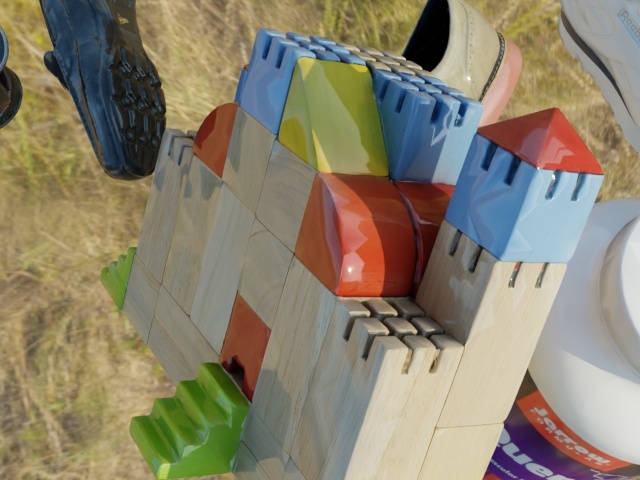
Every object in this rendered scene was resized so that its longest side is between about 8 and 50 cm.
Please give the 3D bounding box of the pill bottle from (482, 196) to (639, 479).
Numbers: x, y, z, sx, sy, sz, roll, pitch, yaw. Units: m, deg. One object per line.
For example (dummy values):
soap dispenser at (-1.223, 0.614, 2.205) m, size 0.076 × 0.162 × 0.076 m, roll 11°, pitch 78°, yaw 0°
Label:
pill bottle at (0.200, 0.084, 0.745) m, size 0.182 × 0.323 × 0.181 m, roll 4°, pitch 70°, yaw -10°

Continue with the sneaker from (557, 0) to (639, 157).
sneaker at (0.226, -0.123, 0.660) m, size 0.090 × 0.095 × 0.235 m, roll -26°, pitch 52°, yaw -10°

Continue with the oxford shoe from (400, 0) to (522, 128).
oxford shoe at (0.073, -0.091, 1.032) m, size 0.123 × 0.130 × 0.348 m, roll 6°, pitch 64°, yaw 51°

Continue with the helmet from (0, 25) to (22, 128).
helmet at (-0.355, -0.172, 0.919) m, size 0.169 × 0.169 × 0.161 m, roll -39°, pitch 85°, yaw 9°

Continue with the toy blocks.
toy blocks at (0.000, 0.000, 0.612) m, size 0.381 × 0.191 × 0.261 m, roll 42°, pitch 123°, yaw 49°

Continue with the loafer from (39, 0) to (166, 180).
loafer at (-0.182, -0.145, 0.835) m, size 0.078 × 0.076 × 0.223 m, roll -26°, pitch 71°, yaw 26°
